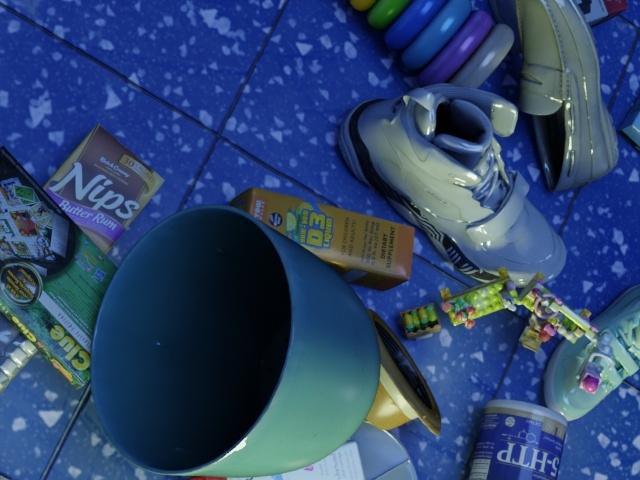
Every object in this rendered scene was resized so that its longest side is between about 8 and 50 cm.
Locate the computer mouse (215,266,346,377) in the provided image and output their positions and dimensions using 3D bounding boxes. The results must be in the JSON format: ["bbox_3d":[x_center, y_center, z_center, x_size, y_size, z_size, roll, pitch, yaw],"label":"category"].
[{"bbox_3d":[-0.103,0.086,1.713,0.262,0.060,0.184,-35,99,-14],"label":"computer mouse"}]

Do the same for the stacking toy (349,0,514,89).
[{"bbox_3d":[0.095,-0.328,1.846,0.330,0.141,0.141,40,67,-6],"label":"stacking toy"}]

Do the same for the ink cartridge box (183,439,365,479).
[{"bbox_3d":[-0.058,0.326,1.641,0.231,0.078,0.134,-12,84,-9],"label":"ink cartridge box"}]

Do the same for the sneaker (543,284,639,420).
[{"bbox_3d":[0.415,0.142,1.877,0.256,0.151,0.094,-44,100,-23],"label":"sneaker"}]

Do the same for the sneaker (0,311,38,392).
[{"bbox_3d":[-0.400,0.117,1.567,0.132,0.086,0.229,42,56,-6],"label":"sneaker"}]

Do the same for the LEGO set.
[{"bbox_3d":[0.251,0.106,1.786,0.287,0.107,0.132,15,98,-6],"label":"LEGO set"}]

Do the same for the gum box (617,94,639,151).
[{"bbox_3d":[0.547,-0.183,2.059,0.157,0.041,0.184,41,66,-12],"label":"gum box"}]

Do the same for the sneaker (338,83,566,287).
[{"bbox_3d":[0.206,-0.069,1.792,0.366,0.210,0.137,37,68,-14],"label":"sneaker"}]

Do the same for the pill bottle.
[{"bbox_3d":[0.249,0.309,1.793,0.112,0.112,0.187,20,73,-19],"label":"pill bottle"}]

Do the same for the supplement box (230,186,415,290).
[{"bbox_3d":[0.000,0.000,1.762,0.233,0.080,0.078,12,73,-19],"label":"supplement box"}]

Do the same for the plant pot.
[{"bbox_3d":[-0.072,0.130,1.547,0.235,0.293,0.293,23,69,-49],"label":"plant pot"}]

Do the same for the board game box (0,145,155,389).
[{"bbox_3d":[-0.319,0.030,1.572,0.260,0.030,0.136,48,53,-8],"label":"board game box"}]

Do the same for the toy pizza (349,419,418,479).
[{"bbox_3d":[0.031,0.319,1.739,0.201,0.032,0.201,5,79,-24],"label":"toy pizza"}]

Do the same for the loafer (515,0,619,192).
[{"bbox_3d":[0.318,-0.210,1.881,0.111,0.112,0.319,-30,116,-15],"label":"loafer"}]

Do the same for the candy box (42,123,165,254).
[{"bbox_3d":[-0.286,-0.035,1.656,0.109,0.053,0.187,41,66,-11],"label":"candy box"}]

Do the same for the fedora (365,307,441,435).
[{"bbox_3d":[0.076,0.176,1.739,0.079,0.194,0.194,-33,95,9],"label":"fedora"}]

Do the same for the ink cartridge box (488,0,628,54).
[{"bbox_3d":[0.334,-0.355,1.981,0.175,0.072,0.127,-23,90,-26],"label":"ink cartridge box"}]
